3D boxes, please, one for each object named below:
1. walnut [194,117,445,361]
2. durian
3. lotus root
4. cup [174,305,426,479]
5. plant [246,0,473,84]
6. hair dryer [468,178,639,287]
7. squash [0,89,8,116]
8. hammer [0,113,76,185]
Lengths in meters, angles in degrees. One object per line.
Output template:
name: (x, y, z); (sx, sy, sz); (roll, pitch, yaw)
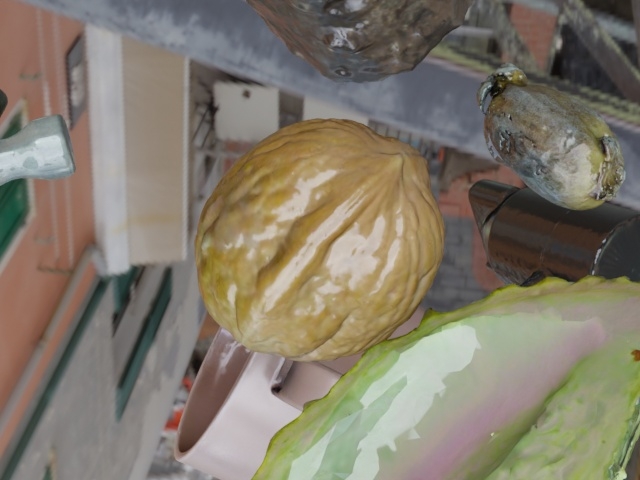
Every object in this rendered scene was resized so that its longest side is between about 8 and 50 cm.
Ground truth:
walnut: (0.000, 0.000, 0.552); (0.105, 0.105, 0.124); (29, 133, -10)
durian: (0.028, 0.157, 0.499); (0.158, 0.355, 0.169); (31, 154, -5)
lotus root: (0.187, -0.085, 1.069); (0.165, 0.088, 0.088); (48, 131, 28)
cup: (0.025, 0.123, 0.958); (0.200, 0.253, 0.191); (27, 83, -10)
plant: (0.008, -0.256, 0.924); (0.188, 0.199, 0.276); (-45, 145, -6)
hair dryer: (0.170, 0.065, 1.270); (0.302, 0.244, 0.116); (-39, 116, -17)
squash: (-0.350, -0.101, 1.026); (0.170, 0.170, 0.123); (-33, 107, 28)
hammer: (-0.217, -0.097, 0.632); (0.159, 0.041, 0.226); (-11, 141, -8)
